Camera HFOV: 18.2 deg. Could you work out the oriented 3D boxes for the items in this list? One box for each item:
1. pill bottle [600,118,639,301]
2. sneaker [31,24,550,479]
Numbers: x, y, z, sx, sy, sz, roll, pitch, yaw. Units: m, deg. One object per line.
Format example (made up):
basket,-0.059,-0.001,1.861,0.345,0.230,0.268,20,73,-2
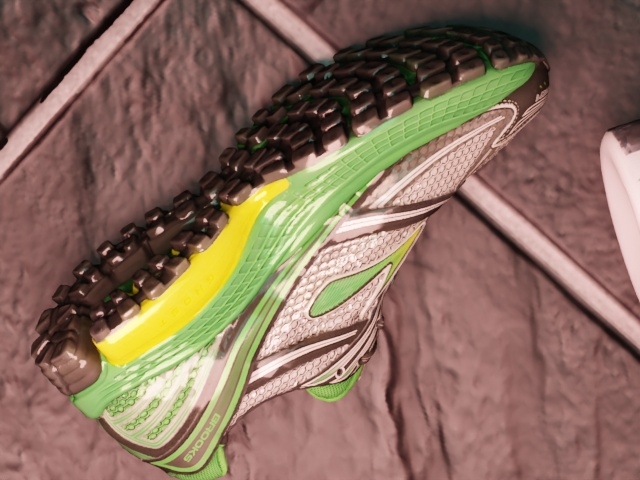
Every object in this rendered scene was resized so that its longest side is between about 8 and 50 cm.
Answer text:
pill bottle,0.296,-0.036,1.156,0.246,0.130,0.130,-17,90,1
sneaker,0.000,0.000,1.180,0.343,0.134,0.146,-40,115,-3
